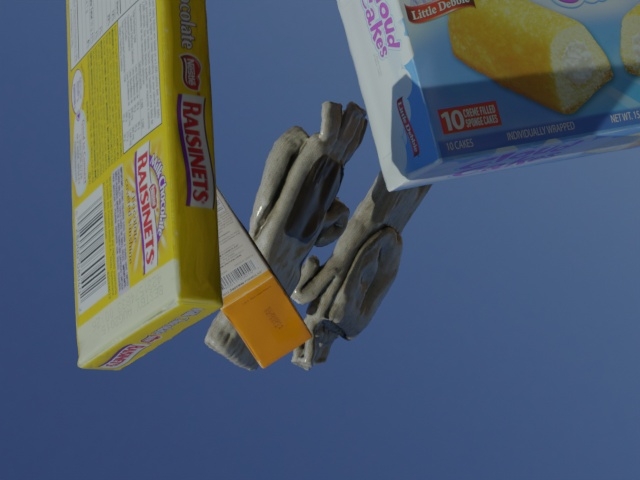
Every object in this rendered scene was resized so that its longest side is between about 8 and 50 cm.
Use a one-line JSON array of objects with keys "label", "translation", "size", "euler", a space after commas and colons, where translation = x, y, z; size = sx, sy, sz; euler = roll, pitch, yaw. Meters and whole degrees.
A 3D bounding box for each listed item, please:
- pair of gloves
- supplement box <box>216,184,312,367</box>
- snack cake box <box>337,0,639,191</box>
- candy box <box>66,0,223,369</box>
[{"label": "pair of gloves", "translation": [0.000, 0.000, 1.390], "size": [0.042, 0.204, 0.240], "euler": [25, -177, 24]}, {"label": "supplement box", "translation": [-0.049, 0.017, 1.065], "size": [0.098, 0.036, 0.062], "euler": [56, 178, 44]}, {"label": "snack cake box", "translation": [0.157, -0.133, 1.275], "size": [0.264, 0.089, 0.152], "euler": [-11, -97, -23]}, {"label": "candy box", "translation": [-0.080, -0.055, 0.825], "size": [0.027, 0.105, 0.206], "euler": [8, -112, -31]}]
